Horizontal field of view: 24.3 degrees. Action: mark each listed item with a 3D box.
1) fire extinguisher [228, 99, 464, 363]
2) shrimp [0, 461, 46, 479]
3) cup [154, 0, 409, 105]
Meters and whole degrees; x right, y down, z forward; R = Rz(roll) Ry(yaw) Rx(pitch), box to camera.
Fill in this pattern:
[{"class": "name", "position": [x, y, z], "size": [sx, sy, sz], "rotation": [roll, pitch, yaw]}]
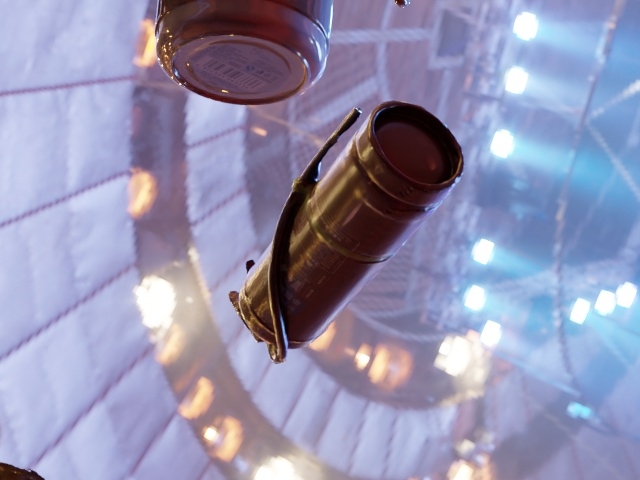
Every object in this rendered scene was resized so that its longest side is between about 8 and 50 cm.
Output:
[{"class": "fire extinguisher", "position": [0.000, 0.000, 1.374], "size": [0.105, 0.141, 0.341], "rotation": [7, -36, -29]}, {"class": "shrimp", "position": [-0.255, 0.221, 1.190], "size": [0.042, 0.190, 0.101], "rotation": [-7, -91, -54]}, {"class": "cup", "position": [-0.015, -0.110, 0.605], "size": [0.074, 0.102, 0.099], "rotation": [88, -175, -67]}]
